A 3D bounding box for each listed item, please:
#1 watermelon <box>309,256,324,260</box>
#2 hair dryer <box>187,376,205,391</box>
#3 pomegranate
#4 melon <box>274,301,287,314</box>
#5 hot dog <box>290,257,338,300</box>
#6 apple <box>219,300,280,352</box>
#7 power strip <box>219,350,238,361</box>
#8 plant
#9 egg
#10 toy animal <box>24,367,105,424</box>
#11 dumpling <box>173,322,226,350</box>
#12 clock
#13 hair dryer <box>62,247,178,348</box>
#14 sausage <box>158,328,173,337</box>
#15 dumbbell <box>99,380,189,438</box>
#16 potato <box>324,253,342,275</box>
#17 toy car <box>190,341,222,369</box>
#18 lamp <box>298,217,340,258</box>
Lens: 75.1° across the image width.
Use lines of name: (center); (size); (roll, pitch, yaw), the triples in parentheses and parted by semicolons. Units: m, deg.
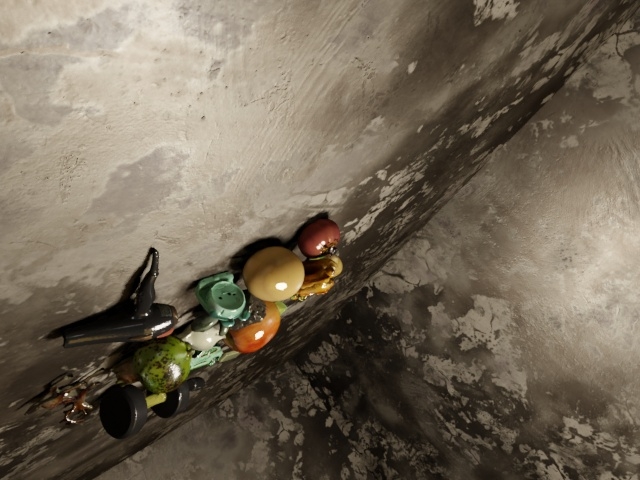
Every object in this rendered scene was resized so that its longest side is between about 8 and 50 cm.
watermelon: (-0.020, 0.102, 1.975); (0.105, 0.062, 0.105); (-37, 167, -10)
hair dryer: (-0.791, 0.864, 2.379); (0.248, 0.070, 0.114); (-30, 164, 2)
pomegranate: (-0.603, 0.438, 1.510); (0.221, 0.277, 0.203); (74, 28, -44)
melon: (-0.282, 0.383, 2.165); (0.210, 0.064, 0.118); (-11, 149, -51)
hot dog: (-0.084, 0.164, 1.663); (0.349, 0.117, 0.158); (-12, -148, 34)
apple: (-0.296, 0.353, 1.779); (0.241, 0.242, 0.242); (-27, 159, -38)
power strip: (-0.527, 0.676, 2.460); (0.076, 0.028, 0.169); (-44, 160, 17)
plant: (-0.346, 0.274, 1.569); (0.275, 0.149, 0.146); (-18, 176, 10)
egg: (-0.173, 0.120, 1.493); (0.201, 0.201, 0.244); (-45, 160, 18)
toy animal: (-0.851, 0.530, 1.411); (0.260, 0.087, 0.243); (-40, 149, 9)
dumpling: (-0.489, 0.383, 1.679); (0.181, 0.155, 0.111); (39, 69, -36)
clock: (-0.323, 0.202, 1.419); (0.148, 0.188, 0.060); (-20, 155, -51)
hair dryer: (-0.518, 0.154, 1.132); (0.304, 0.120, 0.359); (-2, 132, -40)
sausage: (-0.549, 0.305, 1.441); (0.054, 0.059, 0.094); (-39, 166, 22)
dumbbell: (-0.742, 0.690, 1.782); (0.204, 0.203, 0.322); (-44, 162, 16)
potato: (0.051, 0.131, 2.115); (0.119, 0.109, 0.178); (-17, 157, 5)
toy car: (-0.529, 0.458, 1.748); (0.125, 0.136, 0.306); (-52, 158, 13)
lamp: (0.000, 0.000, 1.637); (0.182, 0.140, 0.182); (-33, 157, -16)
